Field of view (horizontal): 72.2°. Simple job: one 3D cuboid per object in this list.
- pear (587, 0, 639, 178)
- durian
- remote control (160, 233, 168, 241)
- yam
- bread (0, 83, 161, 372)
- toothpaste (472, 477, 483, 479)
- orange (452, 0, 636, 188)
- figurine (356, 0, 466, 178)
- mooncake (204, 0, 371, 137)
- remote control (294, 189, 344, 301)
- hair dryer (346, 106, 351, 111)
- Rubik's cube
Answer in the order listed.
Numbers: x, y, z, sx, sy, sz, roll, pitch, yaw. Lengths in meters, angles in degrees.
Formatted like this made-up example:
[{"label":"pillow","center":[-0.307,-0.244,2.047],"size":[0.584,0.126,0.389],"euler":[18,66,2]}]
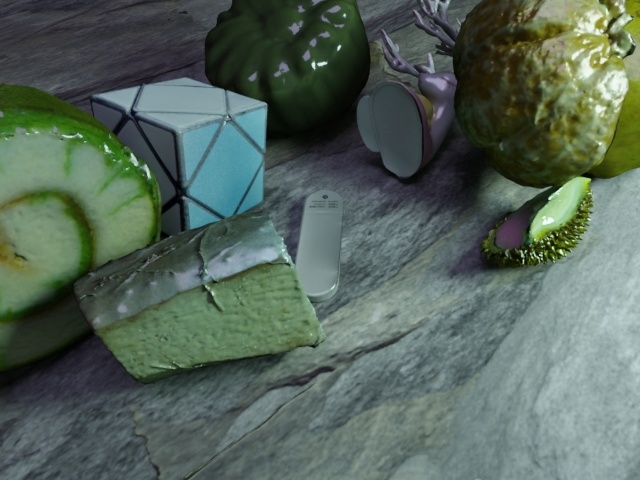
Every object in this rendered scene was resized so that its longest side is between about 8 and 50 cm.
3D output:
[{"label":"pear","center":[0.542,-0.268,0.778],"size":[0.269,0.269,0.321],"euler":[41,96,33]},{"label":"durian","center":[0.345,-0.009,0.690],"size":[0.221,0.137,0.095],"euler":[-31,85,-29]},{"label":"remote control","center":[-0.395,0.003,0.788],"size":[0.309,0.038,0.090],"euler":[-10,49,-4]},{"label":"yam","center":[-0.164,0.081,0.605],"size":[0.271,0.202,0.201],"euler":[-22,29,-12]},{"label":"bread","center":[-0.404,0.001,0.569],"size":[0.382,0.366,0.129],"euler":[-28,52,-35]},{"label":"toothpaste","center":[0.131,0.361,0.425],"size":[0.067,0.037,0.255],"euler":[26,52,26]},{"label":"orange","center":[0.320,-0.266,0.701],"size":[0.210,0.271,0.368],"euler":[-1,88,0]},{"label":"figurine","center":[0.202,-0.325,0.870],"size":[0.284,0.206,0.316],"euler":[53,54,-7]},{"label":"mooncake","center":[-0.074,-0.405,0.945],"size":[0.356,0.194,0.356],"euler":[-11,62,21]},{"label":"remote control","center":[0.000,0.000,0.763],"size":[0.077,0.022,0.245],"euler":[2,48,4]},{"label":"hair dryer","center":[-0.034,-0.347,1.049],"size":[0.219,0.071,0.124],"euler":[-9,48,7]},{"label":"Rubik's cube","center":[-0.234,-0.149,0.765],"size":[0.207,0.205,0.205],"euler":[25,38,25]}]
